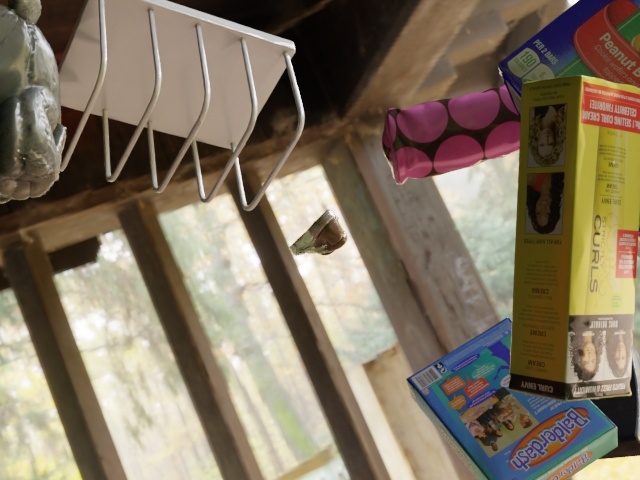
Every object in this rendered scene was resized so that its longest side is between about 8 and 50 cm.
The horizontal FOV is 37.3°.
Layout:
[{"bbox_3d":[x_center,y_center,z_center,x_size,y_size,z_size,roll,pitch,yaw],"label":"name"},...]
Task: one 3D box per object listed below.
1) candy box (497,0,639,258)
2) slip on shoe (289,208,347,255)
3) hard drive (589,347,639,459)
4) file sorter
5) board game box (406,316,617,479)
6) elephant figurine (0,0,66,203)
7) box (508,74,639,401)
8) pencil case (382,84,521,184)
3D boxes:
[{"bbox_3d":[0.364,-0.138,0.813,0.317,0.268,0.122,-38,-23,6],"label":"candy box"},{"bbox_3d":[0.000,0.000,1.099,0.051,0.041,0.135,-46,2,-20],"label":"slip on shoe"},{"bbox_3d":[0.546,0.307,1.842,0.172,0.254,0.054,-10,-51,21],"label":"hard drive"},{"bbox_3d":[-0.183,-0.169,1.215,0.278,0.173,0.193,12,-46,-28],"label":"file sorter"},{"bbox_3d":[0.227,0.207,1.148,0.160,0.210,0.047,-29,-46,-10],"label":"board game box"},{"bbox_3d":[-0.292,-0.072,0.760,0.186,0.169,0.239,-22,-9,-26],"label":"elephant figurine"},{"bbox_3d":[0.192,-0.001,0.709,0.087,0.232,0.058,4,-1,-38],"label":"box"},{"bbox_3d":[0.166,-0.117,0.986,0.209,0.095,0.098,-12,17,-2],"label":"pencil case"}]
